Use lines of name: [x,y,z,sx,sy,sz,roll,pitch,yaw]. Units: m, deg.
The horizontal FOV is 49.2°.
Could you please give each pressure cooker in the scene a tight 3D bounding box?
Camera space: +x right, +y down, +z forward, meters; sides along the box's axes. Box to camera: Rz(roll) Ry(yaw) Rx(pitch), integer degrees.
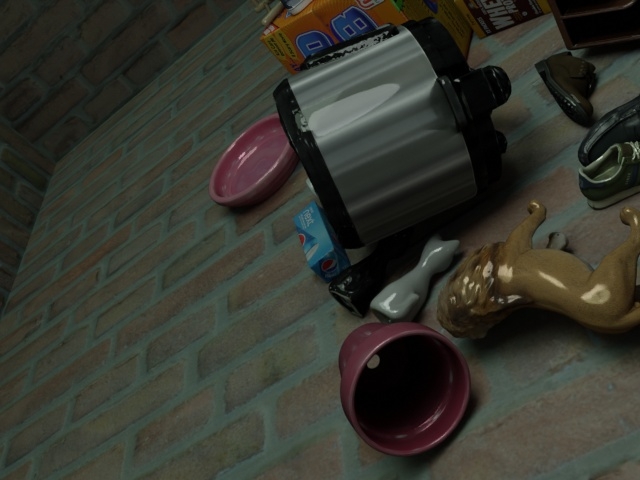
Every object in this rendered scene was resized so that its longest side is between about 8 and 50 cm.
pressure cooker: [0.159,-0.217,1.352,0.420,0.375,0.370,-24,48,4]

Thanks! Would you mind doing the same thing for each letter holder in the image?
letter holder: [0.615,-0.533,1.359,0.214,0.152,0.302,8,53,49]

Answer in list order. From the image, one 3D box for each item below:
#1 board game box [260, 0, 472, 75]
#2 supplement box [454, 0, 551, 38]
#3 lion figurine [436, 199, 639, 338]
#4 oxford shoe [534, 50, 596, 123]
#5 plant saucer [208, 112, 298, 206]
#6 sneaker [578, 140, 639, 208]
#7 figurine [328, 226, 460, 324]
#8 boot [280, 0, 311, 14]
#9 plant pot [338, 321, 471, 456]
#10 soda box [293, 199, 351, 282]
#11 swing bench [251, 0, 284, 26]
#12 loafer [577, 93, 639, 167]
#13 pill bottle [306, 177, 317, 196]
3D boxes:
board game box: [0.136,-0.559,1.768,0.356,0.356,0.356,-15,44,41]
supplement box: [0.455,-0.625,1.690,0.194,0.129,0.191,-11,47,42]
lion figurine: [0.359,0.064,1.042,0.240,0.142,0.392,-48,25,-23]
oxford shoe: [0.491,-0.310,1.358,0.096,0.083,0.227,-29,37,21]
plant saucer: [-0.178,-0.221,2.016,0.332,0.084,0.332,-30,37,25]
sneaker: [0.511,-0.129,1.136,0.192,0.086,0.064,-32,36,22]
figurine: [0.149,0.058,1.354,0.209,0.092,0.215,-51,34,-15]
boot: [-0.022,-0.609,1.590,0.190,0.086,0.069,-42,32,9]
plant pot: [0.115,0.218,1.136,0.201,0.201,0.180,-48,18,-3]
soda box: [0.000,0.000,1.594,0.071,0.067,0.210,-38,33,12]
swing bench: [-0.133,-0.704,1.667,0.254,0.253,0.165,-40,32,12]
loafer: [0.541,-0.199,1.187,0.223,0.076,0.078,-38,26,7]
pill bottle: [0.063,-0.175,1.672,0.193,0.108,0.108,-39,34,12]
